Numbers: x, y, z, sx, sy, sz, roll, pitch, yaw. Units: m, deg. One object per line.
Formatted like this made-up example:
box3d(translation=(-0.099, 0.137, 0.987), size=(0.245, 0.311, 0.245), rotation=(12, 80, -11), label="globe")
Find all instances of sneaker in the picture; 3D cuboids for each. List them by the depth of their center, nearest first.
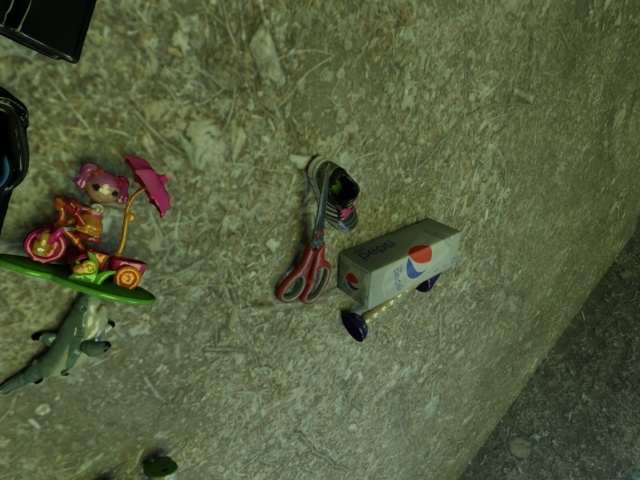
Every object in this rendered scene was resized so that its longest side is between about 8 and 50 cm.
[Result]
box3d(translation=(-0.331, -0.037, 0.397), size=(0.079, 0.121, 0.217), rotation=(9, 106, -44), label="sneaker")
box3d(translation=(0.036, -0.069, 0.748), size=(0.063, 0.074, 0.170), rotation=(-42, 135, -17), label="sneaker")

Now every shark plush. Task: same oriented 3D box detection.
box3d(translation=(-0.341, 0.135, 0.558), size=(0.161, 0.073, 0.067), rotation=(-34, 115, 4), label="shark plush")

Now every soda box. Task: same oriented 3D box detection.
box3d(translation=(0.175, 0.041, 0.922), size=(0.286, 0.098, 0.091), rotation=(-19, 124, -33), label="soda box")

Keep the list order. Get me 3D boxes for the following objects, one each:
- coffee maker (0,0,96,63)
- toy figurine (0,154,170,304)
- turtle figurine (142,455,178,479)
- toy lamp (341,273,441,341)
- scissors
box3d(translation=(-0.230, -0.254, 0.370), size=(0.171, 0.120, 0.178), rotation=(17, 101, -47), label="coffee maker")
box3d(translation=(-0.251, -0.026, 0.500), size=(0.173, 0.130, 0.159), rotation=(23, 84, -36), label="toy figurine")
box3d(translation=(-0.310, 0.521, 0.745), size=(0.197, 0.274, 0.267), rotation=(-8, 96, -7), label="turtle figurine")
box3d(translation=(0.173, 0.126, 0.984), size=(0.274, 0.080, 0.080), rotation=(-31, 130, -23), label="toy lamp")
box3d(translation=(0.000, 0.000, 0.758), size=(0.108, 0.021, 0.297), rotation=(-1, 124, -36), label="scissors")
